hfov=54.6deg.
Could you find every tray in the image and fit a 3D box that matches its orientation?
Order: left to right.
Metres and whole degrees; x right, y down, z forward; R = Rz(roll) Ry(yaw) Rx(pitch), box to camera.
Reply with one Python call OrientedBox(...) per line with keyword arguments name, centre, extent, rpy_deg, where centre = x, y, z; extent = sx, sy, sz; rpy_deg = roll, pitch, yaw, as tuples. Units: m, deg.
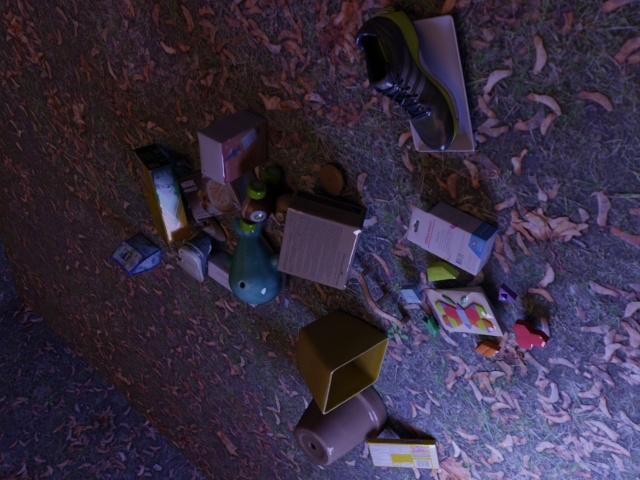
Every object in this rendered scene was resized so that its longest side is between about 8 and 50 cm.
OrientedBox(name="tray", centre=(0.231, -0.309, 1.244), extent=(0.145, 0.030, 0.270), rpy_deg=(6, 122, 42))

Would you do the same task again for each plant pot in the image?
OrientedBox(name="plant pot", centre=(0.042, 0.570, 1.940), extent=(0.263, 0.229, 0.263), rpy_deg=(27, 136, 30))
OrientedBox(name="plant pot", centre=(0.044, 0.330, 1.791), extent=(0.187, 0.212, 0.212), rpy_deg=(43, 142, 33))

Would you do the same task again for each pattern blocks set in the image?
OrientedBox(name="pattern blocks set", centre=(0.342, 0.169, 1.461), extent=(0.285, 0.026, 0.325), rpy_deg=(51, 148, -10))

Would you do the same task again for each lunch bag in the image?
OrientedBox(name="lunch bag", centre=(-0.707, 0.059, 2.367), extent=(0.129, 0.151, 0.096), rpy_deg=(35, 138, 23))

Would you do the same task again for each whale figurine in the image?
OrientedBox(name="whale figurine", centre=(-0.210, 0.064, 1.870), extent=(0.216, 0.141, 0.272), rpy_deg=(-2, 106, 27))

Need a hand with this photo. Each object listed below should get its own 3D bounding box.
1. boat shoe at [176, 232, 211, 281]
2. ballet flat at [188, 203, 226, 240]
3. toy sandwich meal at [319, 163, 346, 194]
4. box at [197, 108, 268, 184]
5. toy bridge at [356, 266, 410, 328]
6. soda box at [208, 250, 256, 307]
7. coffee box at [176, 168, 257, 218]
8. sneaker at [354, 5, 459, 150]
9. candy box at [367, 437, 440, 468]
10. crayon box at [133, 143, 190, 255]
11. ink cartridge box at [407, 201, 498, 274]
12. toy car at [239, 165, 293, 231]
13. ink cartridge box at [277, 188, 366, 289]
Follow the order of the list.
OrientedBox(name="boat shoe", centre=(-0.420, 0.058, 2.120), extent=(0.116, 0.099, 0.319), rpy_deg=(37, 160, 2))
OrientedBox(name="ballet flat", centre=(-0.375, -0.059, 2.024), extent=(0.168, 0.052, 0.057), rpy_deg=(55, 141, -3))
OrientedBox(name="toy sandwich meal", centre=(0.033, -0.155, 1.562), extent=(0.086, 0.029, 0.085), rpy_deg=(25, 129, 34))
OrientedBox(name="box", centre=(-0.229, -0.249, 1.638), extent=(0.091, 0.170, 0.130), rpy_deg=(28, 136, 28))
OrientedBox(name="toy bridge", centre=(0.161, 0.161, 1.643), extent=(0.188, 0.063, 0.026), rpy_deg=(50, 141, 4))
OrientedBox(name="soda box", centre=(-0.273, 0.127, 2.049), extent=(0.216, 0.069, 0.074), rpy_deg=(31, 137, 25))
OrientedBox(name="coffee box", centre=(-0.298, -0.156, 1.836), extent=(0.247, 0.098, 0.141), rpy_deg=(-6, 114, 47))
OrientedBox(name="sneaker", centre=(0.158, -0.299, 1.202), extent=(0.111, 0.121, 0.300), rpy_deg=(-26, 98, 51))
OrientedBox(name="candy box", centre=(0.252, 0.645, 1.878), extent=(0.206, 0.027, 0.105), rpy_deg=(-4, 118, 18))
OrientedBox(name="crayon box", centre=(-0.515, -0.133, 2.034), extent=(0.202, 0.081, 0.318), rpy_deg=(43, 146, 49))
OrientedBox(name="ink cartridge box", centre=(0.290, -0.014, 1.381), extent=(0.181, 0.061, 0.104), rpy_deg=(30, 136, 26))
OrientedBox(name="toy car", centre=(-0.107, -0.080, 1.681), extent=(0.188, 0.149, 0.155), rpy_deg=(30, 136, 9))
OrientedBox(name="ink cartridge box", centre=(0.000, 0.000, 1.612), extent=(0.193, 0.088, 0.234), rpy_deg=(17, 133, 4))
